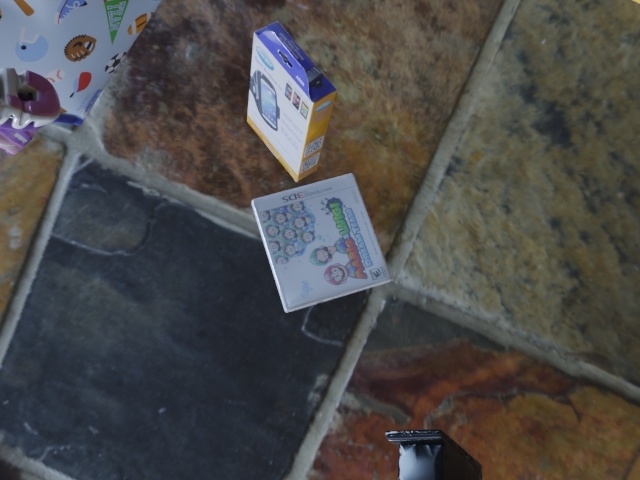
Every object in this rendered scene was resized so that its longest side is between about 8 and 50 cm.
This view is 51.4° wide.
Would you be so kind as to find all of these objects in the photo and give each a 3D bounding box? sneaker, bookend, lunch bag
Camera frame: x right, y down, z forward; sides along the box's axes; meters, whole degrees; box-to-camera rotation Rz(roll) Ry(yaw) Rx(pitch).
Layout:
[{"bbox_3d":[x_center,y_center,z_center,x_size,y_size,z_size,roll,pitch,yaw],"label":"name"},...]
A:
[{"bbox_3d":[-0.425,-0.152,0.748,0.104,0.236,0.095,-44,51,35],"label":"sneaker"},{"bbox_3d":[0.135,0.325,0.789,0.072,0.156,0.157,-11,55,28],"label":"bookend"},{"bbox_3d":[-0.458,-0.364,0.936,0.239,0.385,0.328,46,113,16],"label":"lunch bag"}]

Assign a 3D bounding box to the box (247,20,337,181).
[{"bbox_3d":[-0.027,-0.117,0.560,0.028,0.136,0.081,-32,74,-23],"label":"box"}]

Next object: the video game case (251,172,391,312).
[{"bbox_3d":[0.000,0.000,0.863,0.143,0.019,0.157,-16,72,-10],"label":"video game case"}]

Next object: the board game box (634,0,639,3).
[{"bbox_3d":[0.518,-0.319,0.890,0.124,0.259,0.039,-9,130,-13],"label":"board game box"}]
